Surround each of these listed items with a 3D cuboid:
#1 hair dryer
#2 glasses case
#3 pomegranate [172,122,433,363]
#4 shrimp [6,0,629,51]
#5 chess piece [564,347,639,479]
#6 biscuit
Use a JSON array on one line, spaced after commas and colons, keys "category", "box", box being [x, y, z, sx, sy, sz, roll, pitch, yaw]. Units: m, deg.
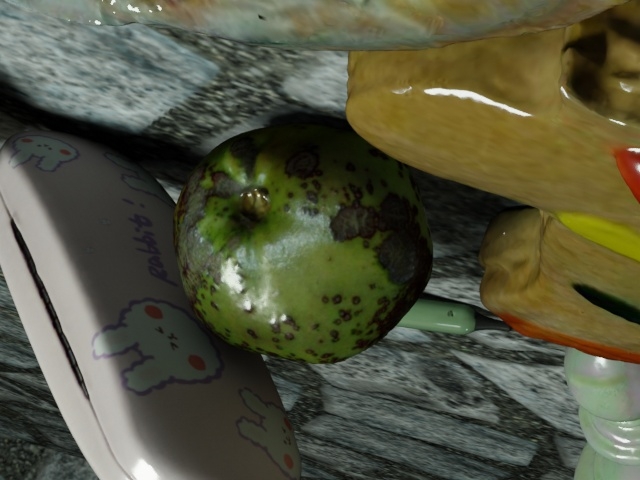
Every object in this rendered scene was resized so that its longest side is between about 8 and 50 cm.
[{"category": "hair dryer", "box": [0.057, 0.050, 1.179, 0.150, 0.047, 0.071, 10, 163, 3]}, {"category": "glasses case", "box": [-0.103, 0.043, 0.971, 0.113, 0.075, 0.297, 12, -147, -39]}, {"category": "pomegranate", "box": [-0.004, -0.010, 0.929, 0.138, 0.163, 0.125, -7, 116, 25]}, {"category": "shrimp", "box": [-0.021, -0.121, 0.625, 0.317, 0.062, 0.164, 2, 155, 33]}, {"category": "chess piece", "box": [0.210, 0.115, 1.125, 0.139, 0.139, 0.271, 9, 152, 27]}, {"category": "biscuit", "box": [0.198, 0.009, 0.814, 0.368, 0.076, 0.394, 12, 165, 13]}]
